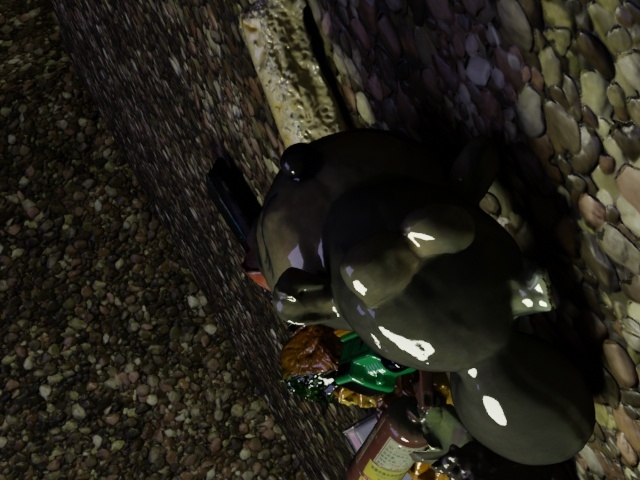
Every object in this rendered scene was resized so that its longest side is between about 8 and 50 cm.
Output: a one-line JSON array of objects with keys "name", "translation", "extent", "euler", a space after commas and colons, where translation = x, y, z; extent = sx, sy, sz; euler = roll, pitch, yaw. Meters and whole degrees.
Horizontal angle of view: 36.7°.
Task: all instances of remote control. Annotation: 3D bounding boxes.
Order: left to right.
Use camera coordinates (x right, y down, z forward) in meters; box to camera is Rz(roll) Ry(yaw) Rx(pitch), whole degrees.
[{"name": "remote control", "translation": [-0.125, 0.019, 1.941], "extent": [0.398, 0.062, 0.144], "euler": [57, 166, 21]}]

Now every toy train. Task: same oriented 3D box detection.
[{"name": "toy train", "translation": [0.085, 0.128, 1.237], "extent": [0.091, 0.136, 0.228], "euler": [20, 162, -15]}]

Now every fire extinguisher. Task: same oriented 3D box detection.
[{"name": "fire extinguisher", "translation": [0.100, 0.248, 1.304], "extent": [0.106, 0.075, 0.252], "euler": [51, 140, 26]}]

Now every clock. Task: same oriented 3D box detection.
[{"name": "clock", "translation": [0.126, 0.424, 1.835], "extent": [0.193, 0.073, 0.144], "euler": [59, 165, 10]}]

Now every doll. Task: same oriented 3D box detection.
[{"name": "doll", "translation": [0.078, 0.057, 0.995], "extent": [0.378, 0.252, 0.382], "euler": [68, 171, -23]}]

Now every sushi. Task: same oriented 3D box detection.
[{"name": "sushi", "translation": [-0.004, 0.246, 1.803], "extent": [0.140, 0.149, 0.287], "euler": [52, 158, 22]}]

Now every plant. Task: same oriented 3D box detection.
[{"name": "plant", "translation": [0.209, 0.277, 1.169], "extent": [0.203, 0.142, 0.131], "euler": [29, 155, 45]}]

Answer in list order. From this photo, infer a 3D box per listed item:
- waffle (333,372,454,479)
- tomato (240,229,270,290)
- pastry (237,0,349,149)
[{"name": "waffle", "translation": [0.147, 0.268, 1.375], "extent": [0.293, 0.069, 0.260], "euler": [60, 143, 13]}, {"name": "tomato", "translation": [0.000, 0.000, 1.295], "extent": [0.112, 0.199, 0.228], "euler": [50, -164, -18]}, {"name": "pastry", "translation": [-0.028, -0.192, 1.221], "extent": [0.121, 0.089, 0.258], "euler": [-120, 10, -70]}]
